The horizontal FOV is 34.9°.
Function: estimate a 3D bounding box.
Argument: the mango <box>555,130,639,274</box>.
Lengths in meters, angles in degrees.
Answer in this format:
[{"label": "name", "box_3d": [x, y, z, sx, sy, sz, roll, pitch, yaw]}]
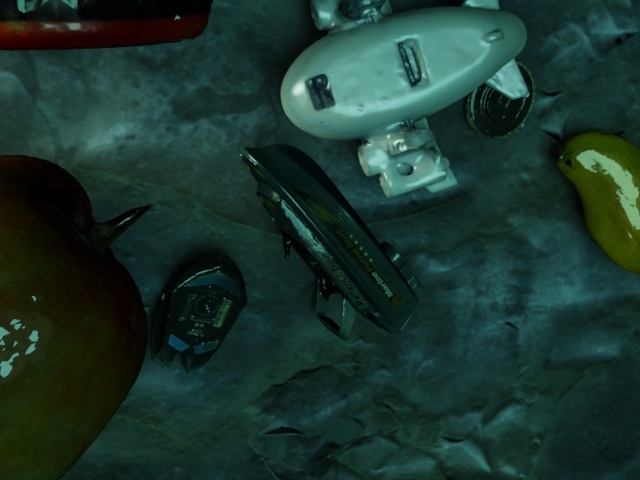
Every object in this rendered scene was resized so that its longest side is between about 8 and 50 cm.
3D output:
[{"label": "mango", "box_3d": [0.321, -0.042, 1.083, 0.098, 0.075, 0.190, -40, 108, -8]}]

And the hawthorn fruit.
[{"label": "hawthorn fruit", "box_3d": [-0.264, 0.057, 0.832, 0.301, 0.268, 0.268, -40, 115, -13]}]

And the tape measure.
[{"label": "tape measure", "box_3d": [-0.209, -0.200, 0.767, 0.253, 0.260, 0.114, -7, 107, -21]}]

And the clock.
[{"label": "clock", "box_3d": [0.185, -0.144, 1.037, 0.074, 0.010, 0.083, 20, 101, -22]}]

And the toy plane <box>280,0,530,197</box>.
[{"label": "toy plane", "box_3d": [0.079, -0.160, 0.946, 0.244, 0.117, 0.245, 0, 93, -10]}]

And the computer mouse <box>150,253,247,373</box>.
[{"label": "computer mouse", "box_3d": [-0.121, 0.067, 0.991, 0.079, 0.047, 0.135, 12, 113, -28]}]

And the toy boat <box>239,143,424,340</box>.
[{"label": "toy boat", "box_3d": [0.000, 0.000, 0.981, 0.103, 0.093, 0.246, -44, 116, -8]}]
